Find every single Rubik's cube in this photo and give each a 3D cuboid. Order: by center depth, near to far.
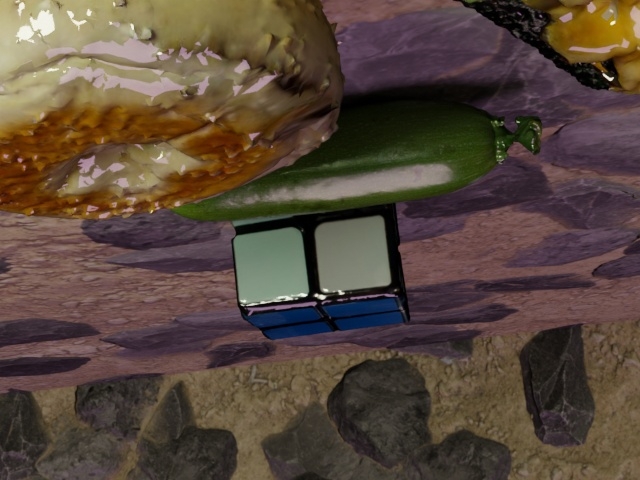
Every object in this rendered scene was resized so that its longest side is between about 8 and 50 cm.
[{"bbox_3d":[0.001,0.000,1.159,0.167,0.180,0.183,-8,164,5],"label":"Rubik's cube"}]

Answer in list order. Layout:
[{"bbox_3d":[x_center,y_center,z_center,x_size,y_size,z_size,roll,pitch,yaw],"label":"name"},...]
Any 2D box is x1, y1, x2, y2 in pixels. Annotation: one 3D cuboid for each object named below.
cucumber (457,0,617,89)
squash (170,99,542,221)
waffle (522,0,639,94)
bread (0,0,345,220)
[{"bbox_3d":[0.183,-0.170,0.812,0.072,0.072,0.300,-16,164,32],"label":"cucumber"},{"bbox_3d":[0.021,-0.077,1.033,0.379,0.101,0.101,-6,166,5],"label":"squash"},{"bbox_3d":[0.310,-0.176,0.558,0.380,0.095,0.382,15,153,-38],"label":"waffle"},{"bbox_3d":[-0.131,-0.115,0.695,0.305,0.159,0.305,-3,164,-1],"label":"bread"}]
